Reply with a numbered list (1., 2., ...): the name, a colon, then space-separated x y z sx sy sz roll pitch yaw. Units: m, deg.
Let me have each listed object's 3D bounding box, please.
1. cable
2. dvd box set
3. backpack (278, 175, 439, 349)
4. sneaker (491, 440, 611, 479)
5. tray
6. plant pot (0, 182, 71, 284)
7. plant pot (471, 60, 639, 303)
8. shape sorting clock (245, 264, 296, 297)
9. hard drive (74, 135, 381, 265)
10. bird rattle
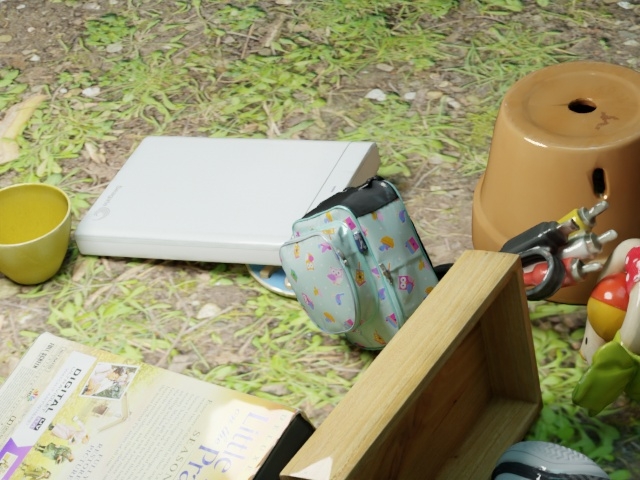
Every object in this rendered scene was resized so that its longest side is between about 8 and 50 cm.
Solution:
1. cable: 0.220 0.050 1.897 0.287 0.072 0.139 -31 30 40
2. dvd box set: -0.230 0.262 1.621 0.420 0.062 0.308 10 59 44
3. backpack: 0.052 0.040 1.910 0.144 0.188 0.166 -37 9 -29
4. sneaker: 0.283 0.335 1.550 0.365 0.137 0.210 18 45 36
5. tray: 0.106 0.200 1.647 0.076 0.203 0.411 7 33 31
6. plant pot: -0.385 0.001 2.108 0.134 0.095 0.134 -4 38 3
7. plant pot: 0.330 -0.090 2.016 0.290 0.204 0.291 -5 37 4
8. shape sorting clock: 0.000 0.000 2.089 0.206 0.040 0.206 -5 38 4
9. hard drive: -0.123 -0.057 2.139 0.353 0.047 0.233 3 39 26
10. bird rattle: 0.341 0.072 1.791 0.143 0.254 0.207 5 5 -11
